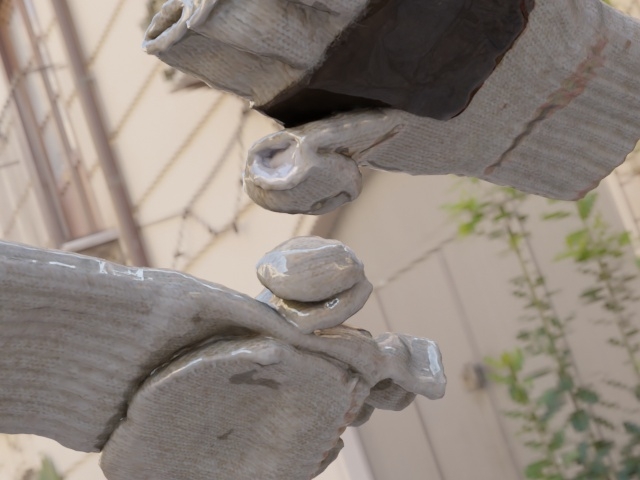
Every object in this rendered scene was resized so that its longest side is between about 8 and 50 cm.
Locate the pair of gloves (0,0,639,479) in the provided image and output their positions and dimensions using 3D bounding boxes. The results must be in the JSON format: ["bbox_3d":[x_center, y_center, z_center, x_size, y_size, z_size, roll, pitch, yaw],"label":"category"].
[{"bbox_3d":[0.000,0.000,0.439,0.204,0.042,0.240,23,-66,-45],"label":"pair of gloves"}]
